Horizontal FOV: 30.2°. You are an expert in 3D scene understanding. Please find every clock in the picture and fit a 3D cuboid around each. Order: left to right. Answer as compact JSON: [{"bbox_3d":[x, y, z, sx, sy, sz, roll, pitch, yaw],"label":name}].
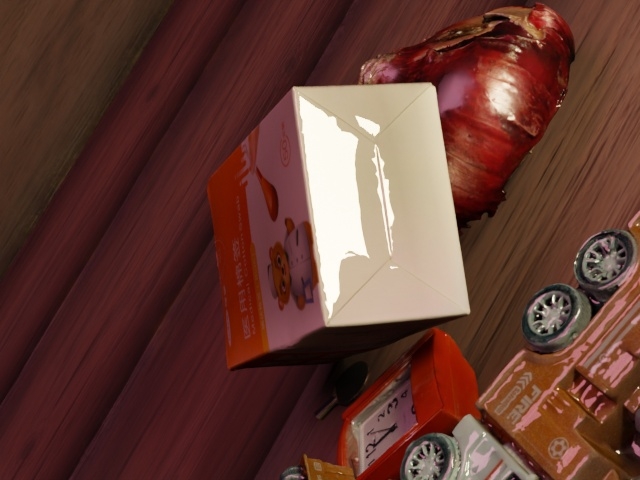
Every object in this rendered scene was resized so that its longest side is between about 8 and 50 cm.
[{"bbox_3d":[0.080,0.174,1.118,0.155,0.061,0.113,-45,25,29],"label":"clock"}]

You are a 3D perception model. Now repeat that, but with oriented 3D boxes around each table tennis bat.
[{"bbox_3d":[0.024,0.164,1.285,0.083,0.007,0.050,-46,27,17],"label":"table tennis bat"}]

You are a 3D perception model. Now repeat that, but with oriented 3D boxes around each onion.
[{"bbox_3d":[0.137,-0.147,1.240,0.272,0.195,0.272,-54,13,19],"label":"onion"}]

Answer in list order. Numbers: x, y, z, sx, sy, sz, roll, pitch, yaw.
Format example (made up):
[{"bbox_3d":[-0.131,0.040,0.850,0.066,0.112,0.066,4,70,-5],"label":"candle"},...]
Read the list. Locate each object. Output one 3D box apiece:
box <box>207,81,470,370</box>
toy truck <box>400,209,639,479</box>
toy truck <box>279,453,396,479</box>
[{"bbox_3d":[0.000,0.000,1.181,0.341,0.143,0.225,146,118,-68],"label":"box"},{"bbox_3d":[0.197,0.158,0.852,0.338,0.133,0.184,-51,35,6],"label":"toy truck"},{"bbox_3d":[0.005,0.287,1.064,0.080,0.115,0.178,-104,30,-57],"label":"toy truck"}]
